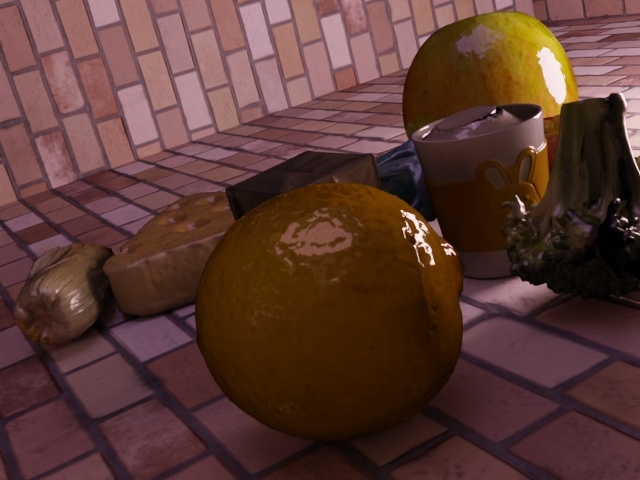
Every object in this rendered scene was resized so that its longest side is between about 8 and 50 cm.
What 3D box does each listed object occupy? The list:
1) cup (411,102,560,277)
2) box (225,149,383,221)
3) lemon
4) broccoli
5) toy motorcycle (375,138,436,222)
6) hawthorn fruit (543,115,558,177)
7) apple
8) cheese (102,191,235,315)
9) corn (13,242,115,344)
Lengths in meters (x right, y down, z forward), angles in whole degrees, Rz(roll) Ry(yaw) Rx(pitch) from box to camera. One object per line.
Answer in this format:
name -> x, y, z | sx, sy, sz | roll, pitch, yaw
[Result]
cup -> 0.267, -0.082, 1.210 | 0.241, 0.226, 0.185 | -16, 17, -7
box -> -0.002, 0.014, 1.119 | 0.155, 0.231, 0.149 | -27, 22, -32
lemon -> 0.011, 0.074, 0.879 | 0.293, 0.293, 0.293 | -13, 18, 4
broccoli -> 0.353, -0.055, 1.024 | 0.263, 0.243, 0.247 | -7, 5, 6
toy motorcycle -> 0.093, -0.038, 1.344 | 0.260, 0.154, 0.206 | -46, 27, -5
hawthorn fruit -> 0.382, -0.121, 1.344 | 0.188, 0.169, 0.169 | -15, 18, -9
apple -> 0.321, -0.274, 1.621 | 0.340, 0.339, 0.339 | -13, 18, 4
cheese -> -0.207, -0.003, 1.544 | 0.384, 0.104, 0.384 | -13, 19, 5
corn -> -0.418, 0.082, 1.426 | 0.123, 0.122, 0.305 | -13, 16, 2
